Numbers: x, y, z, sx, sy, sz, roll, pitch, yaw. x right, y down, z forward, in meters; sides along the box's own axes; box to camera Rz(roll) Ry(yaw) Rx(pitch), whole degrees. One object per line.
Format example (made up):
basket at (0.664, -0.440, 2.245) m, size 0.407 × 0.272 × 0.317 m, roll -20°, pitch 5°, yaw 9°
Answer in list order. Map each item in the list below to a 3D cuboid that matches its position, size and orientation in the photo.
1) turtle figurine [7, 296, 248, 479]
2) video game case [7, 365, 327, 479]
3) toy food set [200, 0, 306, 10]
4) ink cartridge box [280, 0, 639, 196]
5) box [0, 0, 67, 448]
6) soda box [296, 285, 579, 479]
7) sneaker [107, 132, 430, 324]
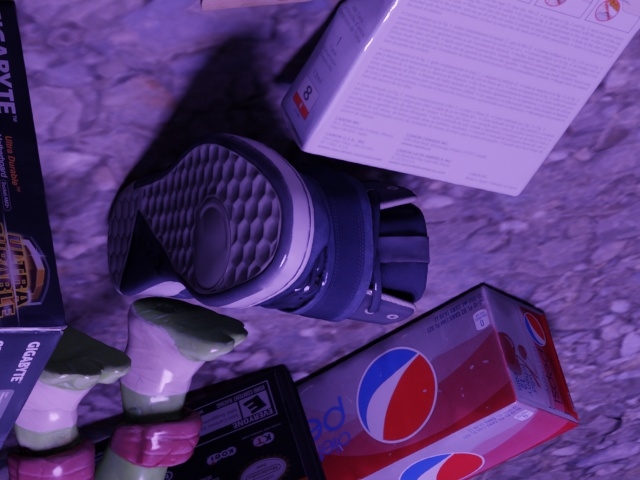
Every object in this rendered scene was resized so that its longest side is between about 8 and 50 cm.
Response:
turtle figurine at (-0.095, 0.183, 0.892) m, size 0.198 × 0.274 × 0.266 m, roll 3°, pitch 109°, yaw -16°
video game case at (-0.117, 0.222, 1.069) m, size 0.275 × 0.248 × 0.035 m, roll -23°, pitch 131°, yaw 2°
toy food set at (-0.022, -0.137, 0.747) m, size 0.078 × 0.019 × 0.122 m, roll -7°, pitch 150°, yaw -11°
ink cartridge box at (0.082, -0.109, 0.837) m, size 0.145 × 0.045 × 0.179 m, roll 10°, pitch 125°, yaw -34°
box at (-0.182, 0.019, 0.797) m, size 0.051 × 0.175 × 0.220 m, roll 2°, pitch 147°, yaw -25°
soda box at (0.041, 0.134, 1.168) m, size 0.263 × 0.092 × 0.083 m, roll -31°, pitch 147°, yaw 28°
sneaker at (0.000, -0.002, 0.865) m, size 0.163 × 0.086 × 0.226 m, roll 6°, pitch 177°, yaw -23°
